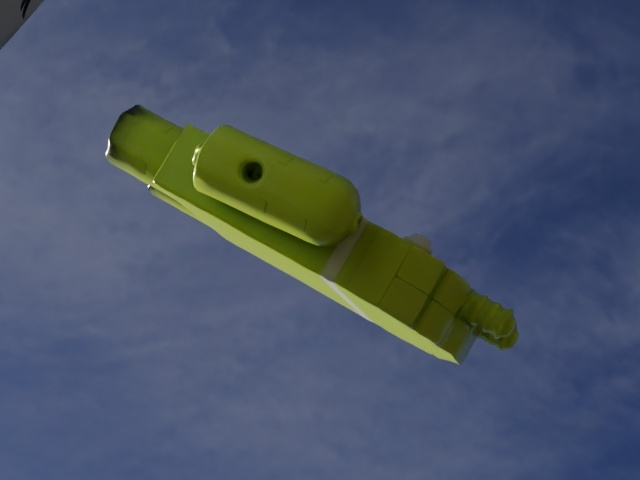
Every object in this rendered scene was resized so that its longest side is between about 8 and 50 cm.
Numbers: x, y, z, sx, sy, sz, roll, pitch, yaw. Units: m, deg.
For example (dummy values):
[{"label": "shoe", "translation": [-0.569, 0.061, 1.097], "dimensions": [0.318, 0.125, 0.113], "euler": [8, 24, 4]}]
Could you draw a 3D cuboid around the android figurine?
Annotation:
[{"label": "android figurine", "translation": [0.000, 0.000, 0.781], "dimensions": [0.273, 0.248, 0.056], "euler": [27, -96, 17]}]

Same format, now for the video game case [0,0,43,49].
[{"label": "video game case", "translation": [-0.188, -0.228, 0.544], "dimensions": [0.270, 0.244, 0.061], "euler": [32, -18, 14]}]
